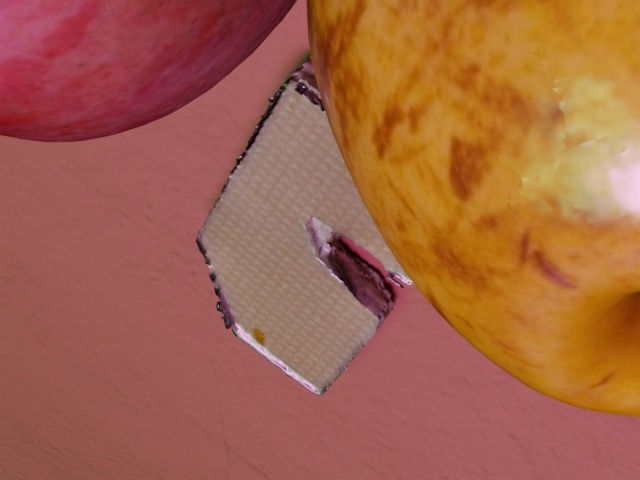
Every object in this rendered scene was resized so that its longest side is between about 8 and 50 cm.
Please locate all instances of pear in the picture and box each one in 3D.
[{"bbox_3d":[0.129,-0.076,0.532,0.280,0.281,0.281,20,136,21],"label":"pear"}]

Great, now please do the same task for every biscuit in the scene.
[{"bbox_3d":[0.000,0.000,0.917,0.147,0.046,0.250,36,139,2],"label":"biscuit"}]

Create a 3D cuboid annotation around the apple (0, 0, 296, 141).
[{"bbox_3d":[-0.111,-0.216,0.601,0.269,0.345,0.345,-36,103,12],"label":"apple"}]
